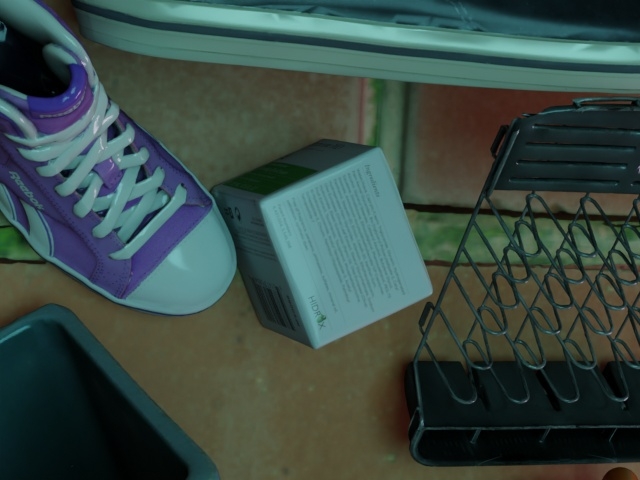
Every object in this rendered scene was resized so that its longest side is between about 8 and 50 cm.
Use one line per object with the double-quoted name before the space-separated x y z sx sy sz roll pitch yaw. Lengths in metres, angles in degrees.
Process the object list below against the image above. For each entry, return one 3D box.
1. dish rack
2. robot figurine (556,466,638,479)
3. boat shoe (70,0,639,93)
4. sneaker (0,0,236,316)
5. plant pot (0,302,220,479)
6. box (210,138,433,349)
"dish rack" 0.174 0.028 1.223 0.208 0.074 0.271 0 133 -21
"robot figurine" 0.200 0.265 1.295 0.158 0.128 0.219 -22 102 -28
"boat shoe" 0.101 -0.176 1.183 0.500 0.187 0.156 3 101 -15
"sneaker" -0.142 -0.049 1.118 0.282 0.161 0.102 44 79 -20
"plant pot" -0.168 0.235 1.103 0.247 0.248 0.252 -29 121 -15
"box" 0.000 0.000 1.204 0.087 0.101 0.102 -24 103 -17
